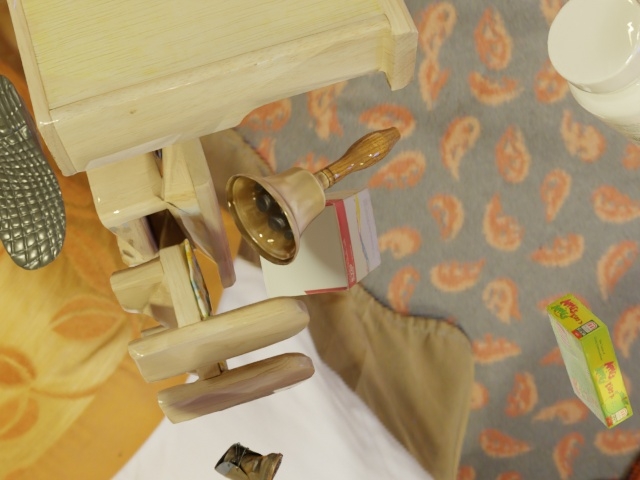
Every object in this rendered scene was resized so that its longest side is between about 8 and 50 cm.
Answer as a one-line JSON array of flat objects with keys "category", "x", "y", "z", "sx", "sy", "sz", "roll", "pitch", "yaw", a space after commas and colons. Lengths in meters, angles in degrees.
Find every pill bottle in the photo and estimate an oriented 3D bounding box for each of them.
[{"category": "pill bottle", "x": 0.341, "y": -0.185, "z": 1.076, "sx": 0.131, "sy": 0.131, "sz": 0.229, "roll": -45, "pitch": 146, "yaw": 21}]

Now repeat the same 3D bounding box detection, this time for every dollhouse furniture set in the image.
[{"category": "dollhouse furniture set", "x": -0.079, "y": -0.094, "z": 0.849, "sx": 0.256, "sy": 0.362, "sz": 0.394, "roll": -17, "pitch": 156, "yaw": -6}]

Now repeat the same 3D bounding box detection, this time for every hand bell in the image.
[{"category": "hand bell", "x": 0.012, "y": -0.084, "z": 1.248, "sx": 0.126, "sy": 0.242, "sz": 0.126, "roll": 36, "pitch": 146, "yaw": 29}]

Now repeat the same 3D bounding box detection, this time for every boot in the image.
[{"category": "boot", "x": -0.362, "y": -0.083, "z": 1.236, "sx": 0.083, "sy": 0.161, "sz": 0.247, "roll": -16, "pitch": 88, "yaw": -6}, {"category": "boot", "x": -0.141, "y": 0.431, "z": 1.880, "sx": 0.106, "sy": 0.082, "sz": 0.219, "roll": 30, "pitch": 147, "yaw": 1}]

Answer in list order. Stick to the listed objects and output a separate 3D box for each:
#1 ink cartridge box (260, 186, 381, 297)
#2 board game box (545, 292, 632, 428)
[{"category": "ink cartridge box", "x": 0.000, "y": 0.000, "z": 1.460, "sx": 0.128, "sy": 0.176, "sz": 0.127, "roll": -8, "pitch": 98, "yaw": 21}, {"category": "board game box", "x": 0.380, "y": 0.171, "z": 1.402, "sx": 0.043, "sy": 0.092, "sz": 0.181, "roll": -29, "pitch": 124, "yaw": -5}]
